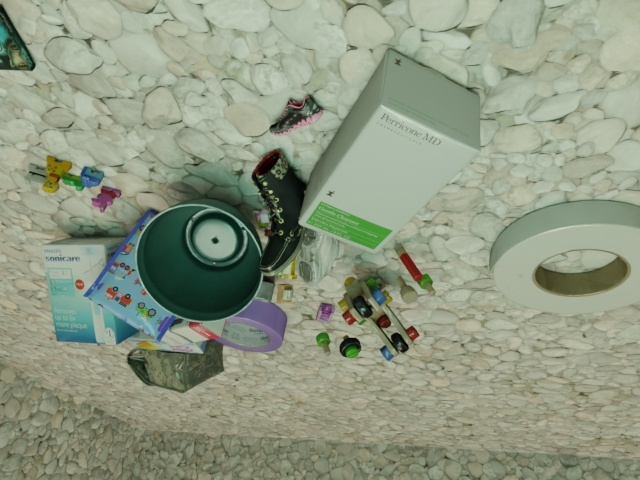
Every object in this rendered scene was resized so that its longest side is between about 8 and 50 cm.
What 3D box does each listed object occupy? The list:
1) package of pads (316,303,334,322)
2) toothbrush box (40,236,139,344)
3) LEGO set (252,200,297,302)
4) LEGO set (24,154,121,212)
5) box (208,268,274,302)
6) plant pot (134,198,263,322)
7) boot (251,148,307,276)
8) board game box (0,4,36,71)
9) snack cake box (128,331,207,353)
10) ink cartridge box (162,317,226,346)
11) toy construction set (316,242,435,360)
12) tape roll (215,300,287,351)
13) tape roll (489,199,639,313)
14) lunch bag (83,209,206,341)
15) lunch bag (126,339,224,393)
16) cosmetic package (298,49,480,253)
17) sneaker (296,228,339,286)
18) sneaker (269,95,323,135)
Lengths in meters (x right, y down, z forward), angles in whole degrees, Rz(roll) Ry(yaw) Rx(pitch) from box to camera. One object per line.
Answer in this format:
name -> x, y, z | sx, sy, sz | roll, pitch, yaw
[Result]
package of pads -> 0.015, 0.239, 1.636 | 0.050, 0.032, 0.083 | 10, 145, -4
toothbrush box -> -0.665, 0.142, 1.464 | 0.216, 0.126, 0.296 | 1, 101, 16
LEGO set -> -0.120, 0.018, 1.275 | 0.107, 0.132, 0.287 | 6, 123, 16
LEGO set -> -0.622, -0.136, 1.224 | 0.227, 0.093, 0.087 | 17, 145, -8
box -> -0.226, 0.133, 1.442 | 0.182, 0.056, 0.231 | 14, 174, -4
plant pot -> -0.273, 0.024, 1.219 | 0.292, 0.196, 0.293 | 0, 110, 1
boot -> -0.102, -0.061, 1.082 | 0.085, 0.237, 0.179 | 4, 144, 39
board game box -> -0.656, -0.382, 0.945 | 0.186, 0.026, 0.126 | 5, 144, 8
snack cake box -> -0.527, 0.304, 1.768 | 0.264, 0.152, 0.089 | 1, 144, 15
ink cartridge box -> -0.411, 0.233, 1.618 | 0.237, 0.172, 0.100 | -16, 137, 33
toy construction set -> 0.148, 0.139, 1.335 | 0.257, 0.237, 0.309 | 18, 118, -28
tape roll -> -0.257, 0.290, 1.732 | 0.274, 0.090, 0.275 | 8, 146, 5
tape roll -> 0.607, 0.054, 1.184 | 0.391, 0.072, 0.392 | 8, 145, 5
lunch bag -> -0.434, 0.079, 1.332 | 0.220, 0.293, 0.138 | 35, 174, -11
lunch bag -> -0.550, 0.449, 1.896 | 0.286, 0.169, 0.235 | 4, -173, 25
cosmetic package -> 0.117, -0.147, 0.960 | 0.196, 0.155, 0.365 | 21, 145, -12
sneaker -> 0.000, 0.000, 1.268 | 0.090, 0.115, 0.232 | 33, 133, 31
sneaker -> -0.055, -0.245, 0.972 | 0.119, 0.047, 0.057 | -17, 122, 28
